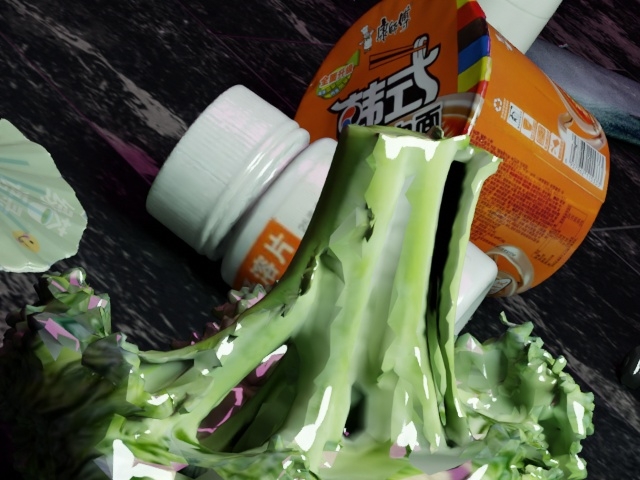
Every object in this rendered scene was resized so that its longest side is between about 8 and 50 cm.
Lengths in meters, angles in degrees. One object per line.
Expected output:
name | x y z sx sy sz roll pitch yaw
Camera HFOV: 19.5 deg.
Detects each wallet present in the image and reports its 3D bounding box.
wallet | 0.366 -0.188 2.425 0.379 0.046 0.190 14 31 -41

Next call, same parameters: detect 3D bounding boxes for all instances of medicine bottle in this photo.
medicine bottle | 0.000 0.000 1.426 0.252 0.144 0.144 40 23 7

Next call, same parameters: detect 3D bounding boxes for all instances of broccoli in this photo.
broccoli | -0.015 0.088 1.079 0.375 0.249 0.302 12 74 -23

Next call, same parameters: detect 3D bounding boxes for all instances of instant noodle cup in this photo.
instant noodle cup | 0.120 -0.073 1.632 0.192 0.250 0.250 28 22 -34

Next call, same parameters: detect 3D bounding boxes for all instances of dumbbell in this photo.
dumbbell | 0.318 0.132 1.725 0.083 0.036 0.040 29 23 -9

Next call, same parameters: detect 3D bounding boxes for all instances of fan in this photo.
fan | -0.231 -0.034 1.363 0.131 0.009 0.240 30 22 -14

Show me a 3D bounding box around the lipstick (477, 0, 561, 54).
lipstick | 0.169 -0.212 1.840 0.087 0.327 0.087 28 24 -14
